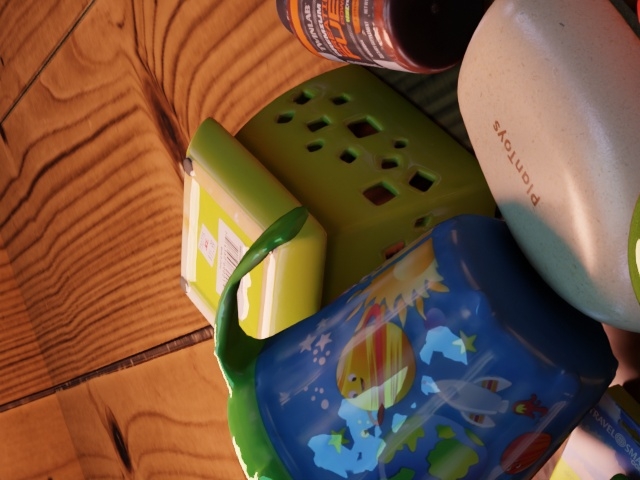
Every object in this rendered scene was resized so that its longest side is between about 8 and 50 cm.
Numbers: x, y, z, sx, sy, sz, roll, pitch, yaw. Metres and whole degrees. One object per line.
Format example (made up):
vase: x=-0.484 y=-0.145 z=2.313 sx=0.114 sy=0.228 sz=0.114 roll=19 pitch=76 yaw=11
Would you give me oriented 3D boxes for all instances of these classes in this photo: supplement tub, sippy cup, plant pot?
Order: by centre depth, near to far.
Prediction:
sippy cup: x=0.086 y=0.107 z=0.906 sx=0.224 sy=0.305 sz=0.240 roll=-47 pitch=43 yaw=26
supplement tub: x=0.041 y=-0.200 z=1.032 sx=0.198 sy=0.106 sz=0.106 roll=19 pitch=122 yaw=55
plant pot: x=0.000 y=0.000 z=1.113 sx=0.227 sy=0.207 sz=0.228 roll=46 pitch=141 yaw=39

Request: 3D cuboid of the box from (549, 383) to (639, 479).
box: x=0.241 y=0.201 z=0.979 sx=0.109 sy=0.042 sz=0.178 roll=48 pitch=142 yaw=35

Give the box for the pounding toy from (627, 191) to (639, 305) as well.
pounding toy: x=0.275 y=0.036 z=0.663 sx=0.110 sy=0.182 sz=0.237 roll=-108 pitch=5 yaw=-65

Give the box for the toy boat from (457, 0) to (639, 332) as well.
toy boat: x=0.218 y=-0.087 z=0.782 sx=0.318 sy=0.148 sz=0.268 roll=122 pitch=129 yaw=-63
